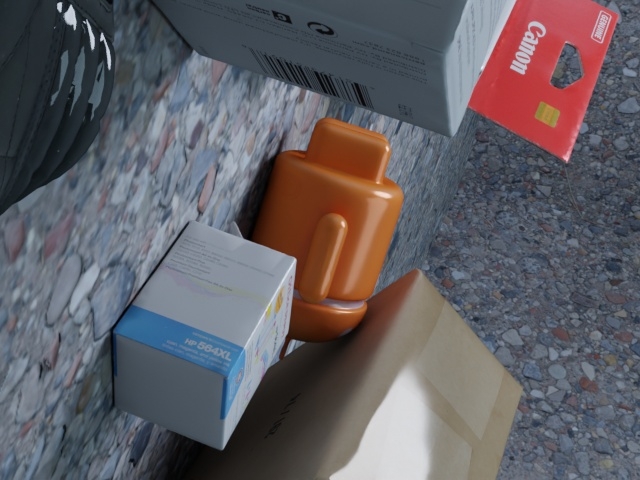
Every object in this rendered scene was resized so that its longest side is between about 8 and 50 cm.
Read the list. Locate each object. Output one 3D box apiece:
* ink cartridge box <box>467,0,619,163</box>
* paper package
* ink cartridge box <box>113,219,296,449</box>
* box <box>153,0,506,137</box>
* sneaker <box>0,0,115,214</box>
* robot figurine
[{"bbox_3d":[0.203,-0.252,1.193,0.296,0.261,0.066,-62,176,-40],"label":"ink cartridge box"},{"bbox_3d":[0.003,0.226,0.998,0.309,0.168,0.325,-36,-168,35],"label":"paper package"},{"bbox_3d":[-0.080,0.062,0.794,0.092,0.089,0.143,99,15,-46],"label":"ink cartridge box"},{"bbox_3d":[0.010,-0.156,0.597,0.182,0.181,0.119,43,66,-78],"label":"box"},{"bbox_3d":[-0.108,-0.117,0.305,0.147,0.104,0.296,-53,166,-63],"label":"sneaker"},{"bbox_3d":[0.001,0.000,0.998,0.128,0.158,0.219,8,105,-41],"label":"robot figurine"}]
